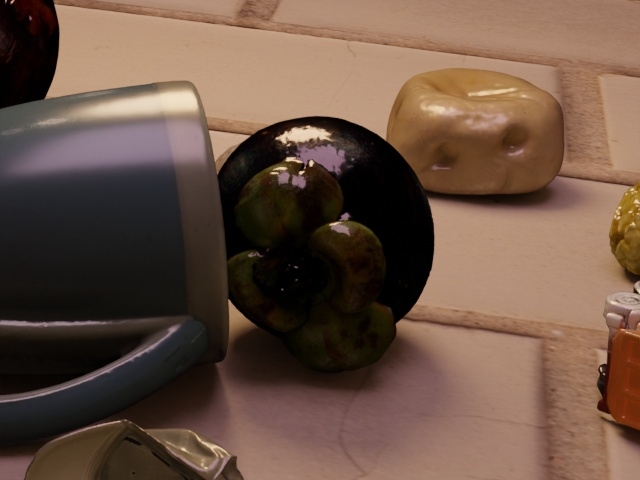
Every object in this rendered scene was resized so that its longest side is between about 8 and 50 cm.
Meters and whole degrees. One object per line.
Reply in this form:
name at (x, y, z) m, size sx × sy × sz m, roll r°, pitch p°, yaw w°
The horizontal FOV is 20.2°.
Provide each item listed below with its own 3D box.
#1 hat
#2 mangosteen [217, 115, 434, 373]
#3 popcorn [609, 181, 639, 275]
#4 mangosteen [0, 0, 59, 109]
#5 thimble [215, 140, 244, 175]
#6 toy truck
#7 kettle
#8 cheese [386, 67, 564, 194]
hat at (-0.132, 0.194, 1.320) m, size 0.166 × 0.081 × 0.122 m, roll -16°, pitch 67°, yaw -15°
mangosteen at (0.000, 0.000, 1.633) m, size 0.242 × 0.243 × 0.243 m, roll 5°, pitch 21°, yaw -2°
popcorn at (0.364, -0.015, 1.907) m, size 0.120 × 0.106 × 0.116 m, roll -3°, pitch 13°, yaw -20°
mangosteen at (-0.461, -0.222, 2.014) m, size 0.347 × 0.307 × 0.307 m, roll -17°, pitch 11°, yaw 26°
thimble at (-0.059, -0.047, 1.887) m, size 0.115 × 0.102 × 0.090 m, roll -28°, pitch 28°, yaw -4°
toy truck at (0.352, 0.090, 1.628) m, size 0.135 × 0.114 × 0.270 m, roll 19°, pitch 25°, yaw 38°
kettle at (-0.256, 0.029, 1.512) m, size 0.342 × 0.247 × 0.319 m, roll -7°, pitch 49°, yaw -11°
cheese at (0.174, -0.129, 2.135) m, size 0.235 × 0.117 × 0.218 m, roll 18°, pitch 26°, yaw 37°
